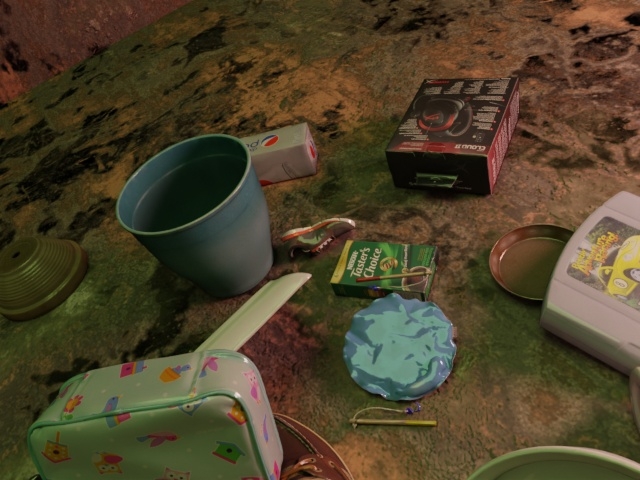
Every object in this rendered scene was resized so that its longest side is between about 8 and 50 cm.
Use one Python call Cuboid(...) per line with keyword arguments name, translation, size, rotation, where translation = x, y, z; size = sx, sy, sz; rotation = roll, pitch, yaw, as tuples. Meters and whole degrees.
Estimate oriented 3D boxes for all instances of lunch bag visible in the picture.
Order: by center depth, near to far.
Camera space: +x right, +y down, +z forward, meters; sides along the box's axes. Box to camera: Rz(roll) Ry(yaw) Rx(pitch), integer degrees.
Cuboid(name="lunch bag", translation=(-0.195, 0.261, 0.659), size=(0.279, 0.224, 0.108), rotation=(-12, 24, 6))

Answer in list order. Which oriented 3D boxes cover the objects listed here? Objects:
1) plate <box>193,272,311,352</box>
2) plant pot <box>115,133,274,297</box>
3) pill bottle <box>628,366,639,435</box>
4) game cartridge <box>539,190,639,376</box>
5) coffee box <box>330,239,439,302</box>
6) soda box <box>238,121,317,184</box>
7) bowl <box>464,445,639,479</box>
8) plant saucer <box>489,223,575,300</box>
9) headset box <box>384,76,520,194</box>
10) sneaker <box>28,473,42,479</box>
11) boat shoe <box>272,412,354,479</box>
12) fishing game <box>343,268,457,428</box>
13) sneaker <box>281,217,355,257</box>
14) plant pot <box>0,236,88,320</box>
Cuboid(name="plate", translation=(-0.149, 0.161, 0.875), size=(0.045, 0.278, 0.277), rotation=(45, 70, 1))
Cuboid(name="plant pot", translation=(-0.218, -0.030, 1.070), size=(0.272, 0.255, 0.271), rotation=(-12, 45, 13))
Cuboid(name="pill bottle", translation=(0.498, 0.202, 0.648), size=(0.194, 0.108, 0.108), rotation=(-8, 46, 16))
Cuboid(name="game cartridge", translation=(0.474, 0.052, 0.818), size=(0.196, 0.060, 0.294), rotation=(29, 64, 31))
Cuboid(name="coffee box", translation=(0.120, 0.057, 0.998), size=(0.184, 0.040, 0.113), rotation=(5, 51, 27))
Cuboid(name="soda box", translation=(-0.155, -0.199, 1.319), size=(0.286, 0.098, 0.091), rotation=(-10, 44, 14))
Cuboid(name="bowl", translation=(0.285, 0.340, 0.547), size=(0.298, 0.134, 0.297), rotation=(1, 92, 35))
Cuboid(name="plant saucer", translation=(0.378, 0.041, 0.912), size=(0.168, 0.029, 0.168), rotation=(-12, 44, 12))
Cuboid(name="headset box", translation=(0.286, -0.222, 1.144), size=(0.218, 0.110, 0.293), rotation=(8, 52, 30))
Cuboid(name="sneaker", translation=(-0.515, 0.445, 0.897), size=(0.044, 0.040, 0.109), rotation=(9, 52, 32))
Cuboid(name="boat shoe", translation=(-0.010, 0.346, 0.716), size=(0.123, 0.123, 0.342), rotation=(-36, 45, -13))
Cuboid(name="fishing game", translation=(0.132, 0.174, 0.877), size=(0.189, 0.041, 0.264), rotation=(-8, 58, 15))
Cuboid(name="sneaker", translation=(0.000, 0.000, 1.107), size=(0.158, 0.061, 0.064), rotation=(-16, 71, 9))
Cuboid(name="plant pot", translation=(-0.703, 0.068, 1.290), size=(0.237, 0.109, 0.237), rotation=(-12, 44, 12))
